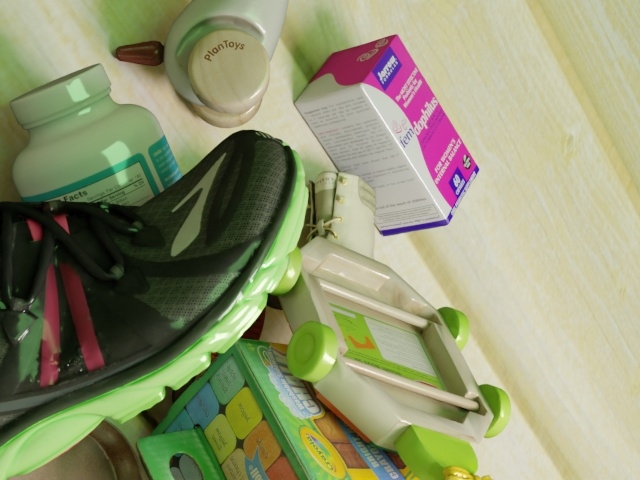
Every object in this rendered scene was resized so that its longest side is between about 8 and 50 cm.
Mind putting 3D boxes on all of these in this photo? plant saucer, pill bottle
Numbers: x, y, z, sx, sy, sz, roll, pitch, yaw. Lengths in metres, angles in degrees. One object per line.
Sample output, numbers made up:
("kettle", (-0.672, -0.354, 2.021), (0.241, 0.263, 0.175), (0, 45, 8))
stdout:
("plant saucer", (-0.237, 0.242, 1.133), (0.168, 0.029, 0.168), (10, 76, -48))
("pill bottle", (-0.193, -0.027, 1.145), (0.146, 0.146, 0.264), (-37, 111, -46))

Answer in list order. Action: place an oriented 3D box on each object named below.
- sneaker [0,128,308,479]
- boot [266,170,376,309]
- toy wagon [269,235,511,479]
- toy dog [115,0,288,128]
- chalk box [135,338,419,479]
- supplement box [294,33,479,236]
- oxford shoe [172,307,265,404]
("sneaker", (-0.213, 0.045, 0.965), (0.483, 0.185, 0.202), (-36, 111, -17))
("boot", (0.000, 0.000, 1.413), (0.213, 0.077, 0.165), (11, 75, -52))
("toy wagon", (0.073, 0.132, 1.218), (0.267, 0.068, 0.344), (22, 30, -36))
("toy dog", (-0.110, -0.275, 1.287), (0.161, 0.220, 0.333), (15, 61, -6))
("chalk box", (-0.044, 0.220, 1.196), (0.289, 0.179, 0.180), (12, 37, -48))
("supplement box", (0.085, -0.127, 1.507), (0.220, 0.114, 0.111), (53, 49, -25))
("oxford shoe", (-0.110, 0.055, 1.283), (0.097, 0.098, 0.271), (46, 62, -69))
